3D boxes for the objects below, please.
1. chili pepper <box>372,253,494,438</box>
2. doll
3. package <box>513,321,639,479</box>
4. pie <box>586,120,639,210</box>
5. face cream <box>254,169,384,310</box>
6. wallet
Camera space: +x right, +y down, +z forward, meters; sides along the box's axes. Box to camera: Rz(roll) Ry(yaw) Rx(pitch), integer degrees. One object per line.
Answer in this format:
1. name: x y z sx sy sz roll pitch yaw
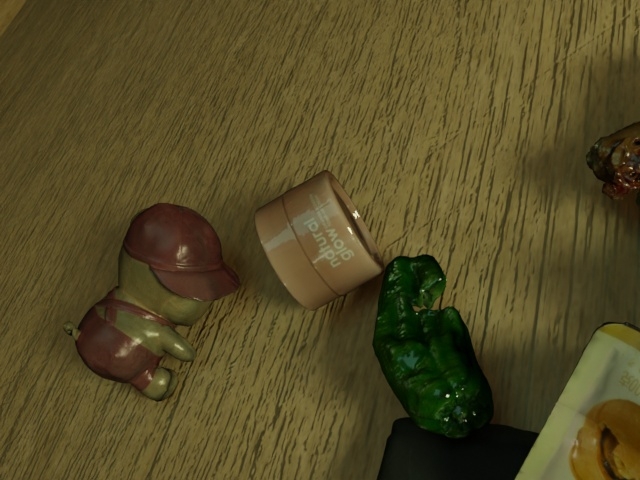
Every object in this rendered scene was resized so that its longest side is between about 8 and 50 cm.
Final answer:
1. chili pepper: 0.105 0.103 0.688 0.099 0.083 0.253 -23 31 9
2. doll: -0.223 0.077 0.909 0.196 0.152 0.255 27 90 11
3. package: 0.320 0.210 0.459 0.311 0.165 0.221 33 114 37
4. pie: 0.440 -0.096 0.641 0.274 0.105 0.257 -48 59 -3
5. face cream: 0.000 0.000 0.815 0.104 0.149 0.149 -30 45 11
6. wallet: 0.112 0.270 0.568 0.169 0.052 0.245 0 41 28
